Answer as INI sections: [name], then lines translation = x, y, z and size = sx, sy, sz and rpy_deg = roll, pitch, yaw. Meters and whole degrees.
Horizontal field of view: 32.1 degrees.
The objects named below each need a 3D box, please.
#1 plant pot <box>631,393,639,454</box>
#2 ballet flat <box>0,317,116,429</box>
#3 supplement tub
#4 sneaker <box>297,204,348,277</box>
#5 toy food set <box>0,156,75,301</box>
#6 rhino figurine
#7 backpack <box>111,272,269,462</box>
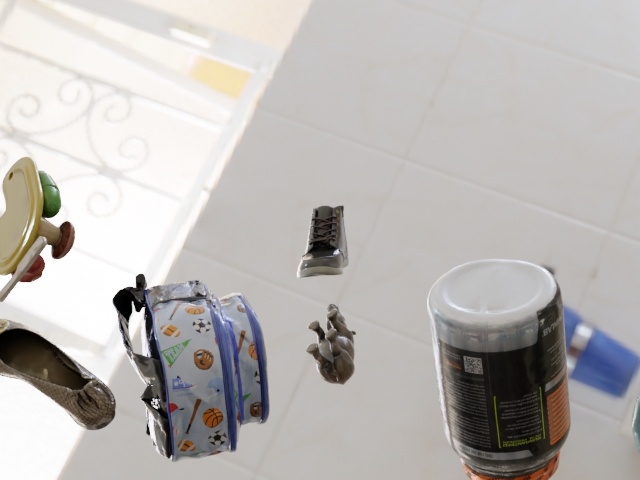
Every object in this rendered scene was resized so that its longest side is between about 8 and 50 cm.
[plant pot]
translation = 0.613, 0.167, 1.378
size = 0.334, 0.341, 0.341
rpy_deg = -49, -24, -31
[ballet flat]
translation = -0.363, 0.160, 1.445
size = 0.084, 0.249, 0.058
rpy_deg = -41, -31, -34
[supplement tub]
translation = 0.286, 0.216, 1.759
size = 0.207, 0.207, 0.338
rpy_deg = -49, -43, -51
[sneaker]
translation = 0.000, 0.000, 1.984
size = 0.222, 0.083, 0.118
rpy_deg = -41, -53, -80
[toy food set]
translation = -0.361, -0.011, 1.416
size = 0.071, 0.218, 0.128
rpy_deg = 22, -62, -34
[rhino figurine]
translation = 0.027, 0.192, 2.128
size = 0.106, 0.073, 0.243
rpy_deg = 61, -167, -16
[backpack]
translation = -0.181, 0.200, 1.649
size = 0.263, 0.213, 0.277
rpy_deg = -114, 13, -74
